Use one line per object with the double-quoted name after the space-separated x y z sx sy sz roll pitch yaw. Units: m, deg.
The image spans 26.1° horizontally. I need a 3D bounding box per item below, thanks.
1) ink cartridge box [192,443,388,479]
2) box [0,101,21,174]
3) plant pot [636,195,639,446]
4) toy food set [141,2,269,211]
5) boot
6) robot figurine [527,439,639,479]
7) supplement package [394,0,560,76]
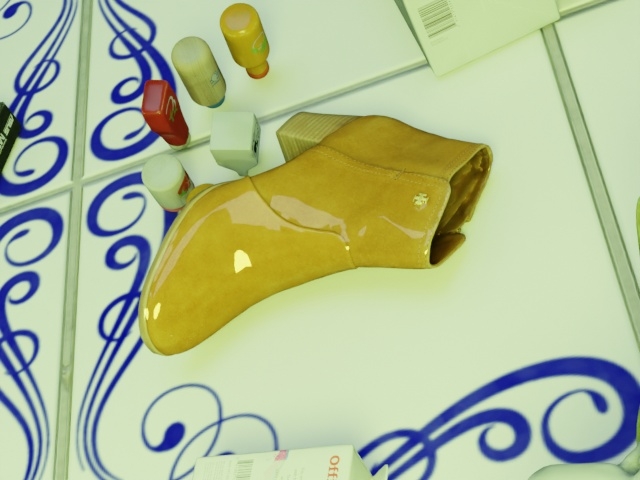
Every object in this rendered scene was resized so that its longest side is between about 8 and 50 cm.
-0.016 0.211 0.994 0.143 0.090 0.092 -7 49 21 "ink cartridge box"
-0.434 -0.059 1.486 0.184 0.045 0.191 -7 50 25 "box"
0.310 0.049 0.853 0.276 0.254 0.276 -14 46 15 "plant pot"
-0.108 -0.105 1.344 0.111 0.104 0.232 -1 68 10 "toy food set"
0.001 0.000 1.164 0.211 0.104 0.295 16 56 37 "boot"
0.280 0.177 0.685 0.353 0.300 0.200 -2 62 11 "robot figurine"
0.115 -0.301 1.347 0.134 0.139 0.244 -25 43 4 "supplement package"
